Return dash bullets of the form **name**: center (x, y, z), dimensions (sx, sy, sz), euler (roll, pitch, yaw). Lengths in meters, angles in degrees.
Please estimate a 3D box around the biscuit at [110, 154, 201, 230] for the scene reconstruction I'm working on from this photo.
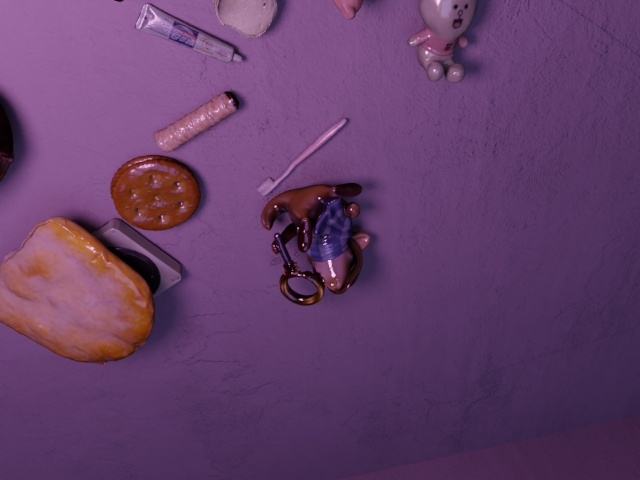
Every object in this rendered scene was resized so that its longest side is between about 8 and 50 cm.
- **biscuit**: center (-0.414, -0.119, 1.520), dimensions (0.221, 0.066, 0.220), euler (-9, 132, -10)

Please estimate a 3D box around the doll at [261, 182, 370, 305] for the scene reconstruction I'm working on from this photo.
- **doll**: center (0.000, 0.003, 1.633), dimensions (0.318, 0.209, 0.339), euler (-20, 135, 8)

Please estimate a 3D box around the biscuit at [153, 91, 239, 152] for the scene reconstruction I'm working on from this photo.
- **biscuit**: center (-0.290, -0.281, 1.413), dimensions (0.219, 0.055, 0.061), euler (-30, 95, 11)

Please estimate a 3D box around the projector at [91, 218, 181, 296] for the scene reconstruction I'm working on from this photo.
- **projector**: center (-0.560, 0.091, 1.659), dimensions (0.257, 0.079, 0.259), euler (-32, 130, 17)

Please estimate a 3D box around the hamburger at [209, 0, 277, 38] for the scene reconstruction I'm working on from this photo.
- **hamburger**: center (-0.157, -0.496, 1.249), dimensions (0.133, 0.062, 0.140), euler (-38, 131, 21)

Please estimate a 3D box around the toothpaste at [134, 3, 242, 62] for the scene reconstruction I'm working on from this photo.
- **toothpaste**: center (-0.276, -0.434, 1.294), dimensions (0.234, 0.038, 0.060), euler (18, 121, -24)

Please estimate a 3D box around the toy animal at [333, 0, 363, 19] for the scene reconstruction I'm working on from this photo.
- **toy animal**: center (0.095, -0.556, 1.196), dimensions (0.198, 0.171, 0.171), euler (-30, 131, 16)

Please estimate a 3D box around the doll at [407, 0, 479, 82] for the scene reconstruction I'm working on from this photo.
- **doll**: center (0.272, -0.490, 1.336), dimensions (0.155, 0.113, 0.274), euler (-11, 126, -16)

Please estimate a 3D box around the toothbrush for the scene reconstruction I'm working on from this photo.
- **toothbrush**: center (-0.051, -0.215, 1.550), dimensions (0.307, 0.025, 0.029), euler (-39, 121, 20)

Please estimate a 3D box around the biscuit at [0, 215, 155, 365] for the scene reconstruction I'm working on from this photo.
- **biscuit**: center (-0.645, 0.147, 1.577), dimensions (0.446, 0.104, 0.429), euler (37, 119, -18)

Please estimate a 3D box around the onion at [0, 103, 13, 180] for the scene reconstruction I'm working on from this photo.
- **onion**: center (-0.803, -0.212, 1.247), dimensions (0.314, 0.232, 0.313), euler (-14, 120, -25)
